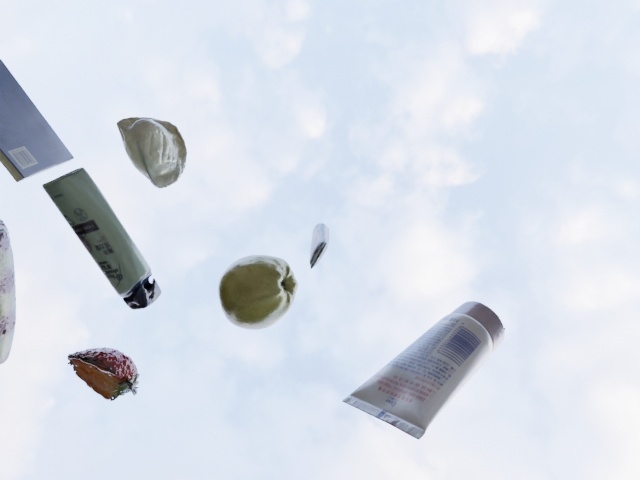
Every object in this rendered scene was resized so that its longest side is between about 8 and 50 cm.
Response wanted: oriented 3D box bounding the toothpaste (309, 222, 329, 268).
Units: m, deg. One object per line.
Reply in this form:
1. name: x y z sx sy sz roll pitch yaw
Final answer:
1. toothpaste: 0.000 0.000 0.736 0.032 0.204 0.049 30 -77 -6

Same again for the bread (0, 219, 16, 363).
1. bread: -0.807 0.119 0.977 0.187 0.155 0.338 27 -68 42

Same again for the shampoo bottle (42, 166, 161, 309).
1. shampoo bottle: -0.503 0.005 0.996 0.134 0.078 0.359 -11 -64 29

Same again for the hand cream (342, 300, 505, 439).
1. hand cream: 0.162 0.176 0.583 0.248 0.133 0.083 -27 -75 -31

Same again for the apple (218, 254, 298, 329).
1. apple: -0.157 0.124 1.028 0.200 0.200 0.199 -2 -104 6

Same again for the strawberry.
1. strawberry: -0.531 0.324 1.046 0.192 0.085 0.140 -7 -67 28

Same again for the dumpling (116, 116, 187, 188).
1. dumpling: -0.505 -0.286 1.297 0.179 0.131 0.252 -26 -99 -40

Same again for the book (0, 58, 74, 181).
1. book: -0.714 -0.280 0.956 0.025 0.191 0.269 -24 -69 15
